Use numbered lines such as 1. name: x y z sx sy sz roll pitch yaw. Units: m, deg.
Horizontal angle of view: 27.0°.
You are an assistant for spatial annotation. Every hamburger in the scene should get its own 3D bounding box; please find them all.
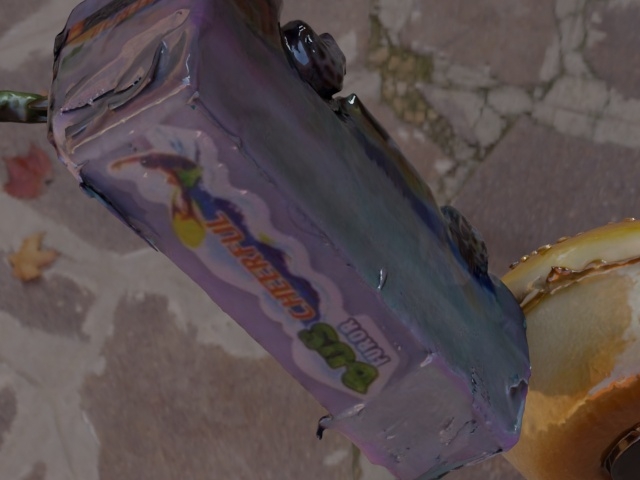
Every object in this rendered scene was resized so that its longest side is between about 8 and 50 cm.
1. hamburger: 0.201 0.072 0.847 0.237 0.237 0.147 -10 54 -4

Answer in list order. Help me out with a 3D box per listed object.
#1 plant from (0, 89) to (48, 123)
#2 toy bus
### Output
1. plant: -0.354 0.016 0.970 0.251 0.180 0.333 16 39 1
2. toy bus: 0.000 0.000 0.683 0.112 0.317 0.138 -28 36 23
